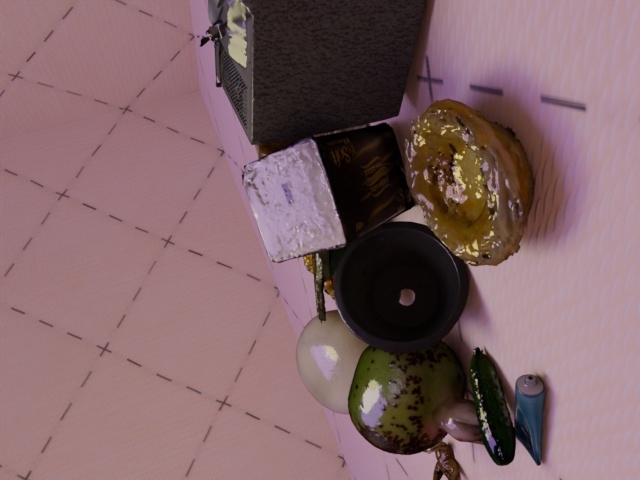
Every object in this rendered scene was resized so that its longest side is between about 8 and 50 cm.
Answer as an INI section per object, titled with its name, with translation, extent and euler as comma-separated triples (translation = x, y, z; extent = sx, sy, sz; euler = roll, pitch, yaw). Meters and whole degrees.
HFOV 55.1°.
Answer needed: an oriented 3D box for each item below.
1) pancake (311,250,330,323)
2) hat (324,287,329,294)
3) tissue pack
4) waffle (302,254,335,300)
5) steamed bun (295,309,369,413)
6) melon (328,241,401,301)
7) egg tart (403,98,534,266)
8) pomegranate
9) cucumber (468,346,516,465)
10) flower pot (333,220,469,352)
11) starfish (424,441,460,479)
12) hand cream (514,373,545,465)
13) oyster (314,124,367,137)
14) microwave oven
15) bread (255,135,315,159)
[pancake]
translation = 0.000, -0.003, 1.543
extent = 0.304, 0.067, 0.426
euler = -94, 0, -48
[hat]
translation = 0.027, 0.054, 1.935
extent = 0.226, 0.164, 0.219
euler = 56, 179, -41
[tissue pack]
translation = 0.023, -0.105, 1.226
extent = 0.370, 0.198, 0.209
euler = -29, -74, -58
[waffle]
translation = 0.059, 0.058, 1.776
extent = 0.329, 0.062, 0.329
euler = 30, 137, 32
[steamed bun]
translation = 0.059, 0.375, 1.879
extent = 0.324, 0.206, 0.324
euler = 24, 125, 39
[melon]
translation = 0.115, 0.094, 1.544
extent = 0.182, 0.182, 0.287
euler = -143, 38, -67
[egg tart]
translation = 0.241, -0.093, 0.960
extent = 0.288, 0.119, 0.288
euler = 164, 90, -76
[pomegranate]
translation = 0.234, 0.353, 1.341
extent = 0.341, 0.285, 0.284
euler = 20, 132, 39
[cucumber]
translation = 0.332, 0.319, 1.194
extent = 0.069, 0.069, 0.227
euler = 100, 163, -62
[flower pot]
translation = 0.173, 0.108, 1.286
extent = 0.166, 0.269, 0.268
euler = 53, -167, -70
[starfish]
translation = 0.323, 0.610, 1.608
extent = 0.146, 0.074, 0.189
euler = 168, 84, -77
[hand cream]
translation = 0.379, 0.320, 1.117
extent = 0.083, 0.048, 0.224
euler = -123, 15, -52
[oyster]
translation = 0.057, -0.219, 1.544
extent = 0.396, 0.111, 0.204
euler = 55, 161, 40
[microwave oven]
translation = -0.019, -0.421, 1.049
extent = 0.432, 0.375, 0.236
euler = 97, 153, -50
[bread]
translation = -0.084, -0.259, 1.819
extent = 0.109, 0.210, 0.192
euler = 95, 153, -46
